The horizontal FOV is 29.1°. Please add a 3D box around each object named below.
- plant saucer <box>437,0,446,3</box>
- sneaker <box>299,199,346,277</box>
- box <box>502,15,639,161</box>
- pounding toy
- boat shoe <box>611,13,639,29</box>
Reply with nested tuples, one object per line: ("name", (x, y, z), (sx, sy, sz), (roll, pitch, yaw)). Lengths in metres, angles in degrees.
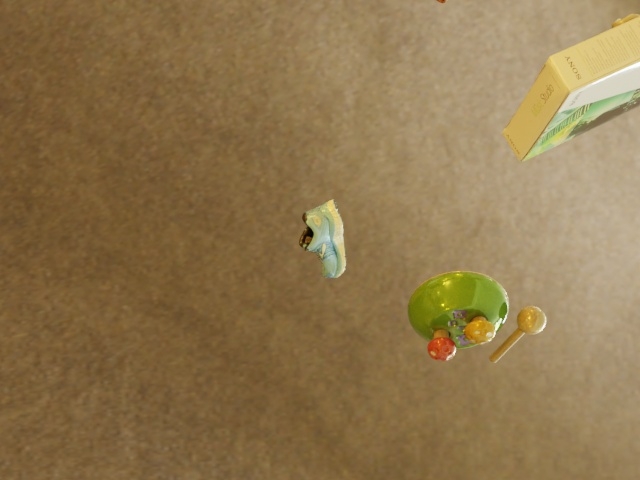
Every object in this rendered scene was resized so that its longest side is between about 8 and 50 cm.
("plant saucer", (0.102, -0.273, 1.228), (0.013, 0.083, 0.083), (-40, 114, -1))
("sneaker", (0.000, 0.000, 2.016), (0.063, 0.073, 0.162), (-107, -173, -45))
("box", (0.404, -0.222, 1.563), (0.322, 0.232, 0.058), (-24, 76, -12))
("pounding toy", (0.272, 0.165, 2.201), (0.237, 0.183, 0.110), (23, 40, -19))
("boat shoe", (0.605, -0.354, 2.034), (0.302, 0.113, 0.103), (-22, 92, -30))
